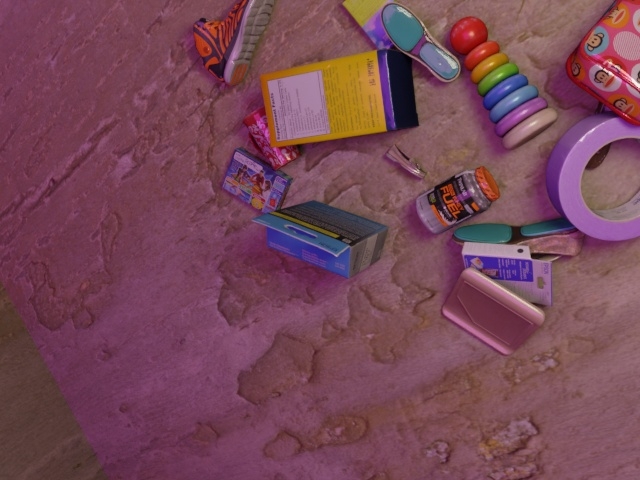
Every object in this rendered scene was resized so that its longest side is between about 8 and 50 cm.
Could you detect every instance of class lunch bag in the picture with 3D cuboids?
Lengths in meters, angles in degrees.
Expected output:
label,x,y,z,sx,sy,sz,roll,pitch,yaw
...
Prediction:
label,x,y,z,sx,sy,sz,roll,pitch,yaw
lunch bag,0.678,-0.383,1.205,0.258,0.120,0.293,41,77,11

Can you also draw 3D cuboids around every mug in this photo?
label,x,y,z,sx,sy,sz,roll,pitch,yaw
mug,-0.135,-0.295,1.734,0.113,0.150,0.169,-31,92,-7

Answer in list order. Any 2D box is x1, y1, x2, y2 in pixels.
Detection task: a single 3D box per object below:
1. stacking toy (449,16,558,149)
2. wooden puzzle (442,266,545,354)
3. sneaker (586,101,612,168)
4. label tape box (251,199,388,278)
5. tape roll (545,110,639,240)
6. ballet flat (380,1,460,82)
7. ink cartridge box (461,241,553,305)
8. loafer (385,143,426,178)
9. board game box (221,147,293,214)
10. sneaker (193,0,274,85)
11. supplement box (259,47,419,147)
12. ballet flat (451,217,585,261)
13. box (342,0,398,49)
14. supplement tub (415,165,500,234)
label,x,y,z,sx,sy,sz,roll,pitch,yaw
stacking toy,0.411,-0.383,1.413,0.141,0.141,0.330,-36,81,29
wooden puzzle,0.436,0.180,1.529,0.221,0.044,0.238,33,150,15
sneaker,0.636,-0.254,1.358,0.066,0.071,0.188,18,109,22
label tape box,0.000,0.000,1.580,0.249,0.348,0.115,21,111,21
tape roll,0.646,-0.142,1.309,0.275,0.090,0.274,1,110,1
ballet flat,0.243,-0.485,1.471,0.248,0.086,0.086,44,119,-9
ink cartridge box,0.465,0.083,1.473,0.208,0.045,0.206,7,147,25
loafer,0.231,-0.212,1.589,0.125,0.045,0.039,36,109,18
board game box,-0.194,-0.176,1.814,0.201,0.035,0.136,32,115,16
sneaker,-0.261,-0.617,1.690,0.180,0.125,0.321,36,115,14
supplement box,0.050,-0.364,1.555,0.357,0.195,0.194,-3,101,26
ballet flat,0.488,0.014,1.485,0.316,0.107,0.106,-3,119,28
box,0.152,-0.580,1.538,0.109,0.042,0.178,-40,84,29
supplement tub,0.347,-0.104,1.513,0.190,0.117,0.117,-31,88,29
